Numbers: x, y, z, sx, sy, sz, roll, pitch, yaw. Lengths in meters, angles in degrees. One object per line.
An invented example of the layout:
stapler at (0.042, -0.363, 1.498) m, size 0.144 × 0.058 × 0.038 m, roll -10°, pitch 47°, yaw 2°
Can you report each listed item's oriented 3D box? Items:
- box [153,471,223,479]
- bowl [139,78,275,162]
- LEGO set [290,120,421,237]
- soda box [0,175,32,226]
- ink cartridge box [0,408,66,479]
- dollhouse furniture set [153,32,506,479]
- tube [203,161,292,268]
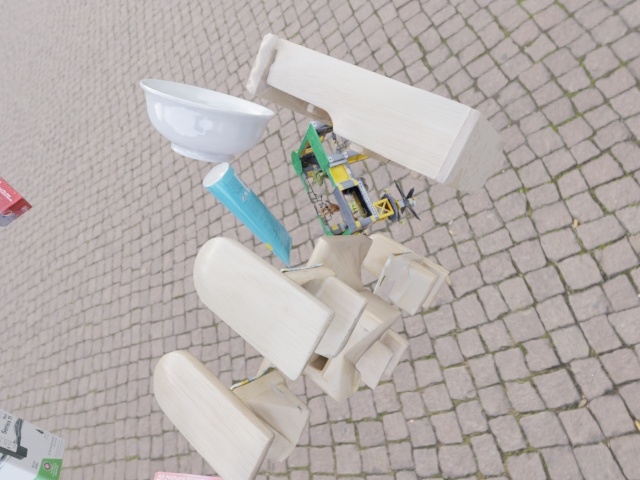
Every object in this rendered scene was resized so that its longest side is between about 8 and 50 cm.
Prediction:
box at (-0.106, 0.449, 0.595) m, size 0.142 × 0.300 × 0.154 m, roll -90°, pitch 12°, yaw -52°
bowl at (-0.262, -0.265, 0.955) m, size 0.298 × 0.298 × 0.134 m, roll 32°, pitch 117°, yaw 36°
LEGO set at (0.087, -0.138, 0.941) m, size 0.192 × 0.255 × 0.331 m, roll -20°, pitch 72°, yaw -19°
soda box at (-0.880, -0.159, 1.052) m, size 0.263 × 0.083 × 0.092 m, roll 44°, pitch 67°, yaw -4°
ink cartridge box at (-0.687, 0.472, 0.906) m, size 0.087 × 0.208 × 0.153 m, roll -48°, pitch 27°, yaw -8°
dollhouse furniture set at (0.000, 0.000, 0.520) m, size 0.256 × 0.362 × 0.394 m, roll 33°, pitch 108°, yaw 27°
tube at (-0.107, -0.041, 0.699) m, size 0.052 × 0.207 × 0.080 m, roll -21°, pitch 40°, yaw 26°
